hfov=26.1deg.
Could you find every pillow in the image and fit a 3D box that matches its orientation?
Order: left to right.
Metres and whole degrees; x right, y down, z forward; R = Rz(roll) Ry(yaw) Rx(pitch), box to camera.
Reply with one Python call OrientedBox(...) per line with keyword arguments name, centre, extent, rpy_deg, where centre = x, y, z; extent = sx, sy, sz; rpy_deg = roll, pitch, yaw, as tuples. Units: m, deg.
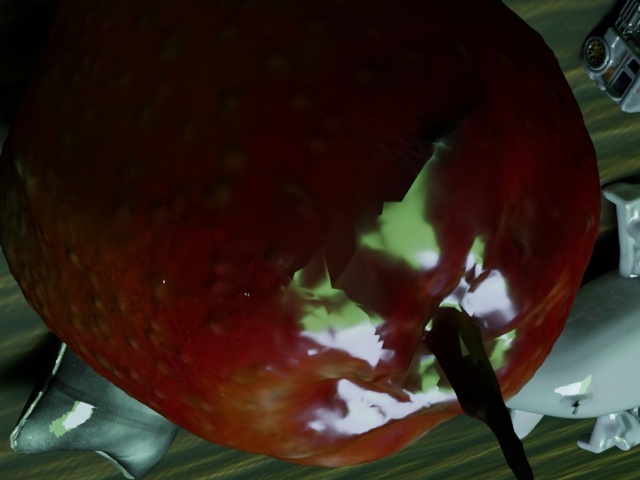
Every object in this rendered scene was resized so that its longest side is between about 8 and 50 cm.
OrientedBox(name="pillow", centre=(-0.128, 0.101, 0.864), extent=(0.091, 0.055, 0.135), rpy_deg=(-40, 149, 13))

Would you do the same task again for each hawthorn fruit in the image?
OrientedBox(name="hawthorn fruit", centre=(0.000, 0.000, 0.589), extent=(0.254, 0.300, 0.254), rpy_deg=(-21, 145, -15))

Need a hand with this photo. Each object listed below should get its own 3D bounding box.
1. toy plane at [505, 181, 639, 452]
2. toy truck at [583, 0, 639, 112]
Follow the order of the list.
OrientedBox(name="toy plane", centre=(0.227, 0.067, 1.041), extent=(0.252, 0.118, 0.252), rpy_deg=(-15, 127, -20))
OrientedBox(name="toy truck", centre=(0.206, -0.127, 0.795), extent=(0.052, 0.063, 0.123), rpy_deg=(-7, 142, -32))
